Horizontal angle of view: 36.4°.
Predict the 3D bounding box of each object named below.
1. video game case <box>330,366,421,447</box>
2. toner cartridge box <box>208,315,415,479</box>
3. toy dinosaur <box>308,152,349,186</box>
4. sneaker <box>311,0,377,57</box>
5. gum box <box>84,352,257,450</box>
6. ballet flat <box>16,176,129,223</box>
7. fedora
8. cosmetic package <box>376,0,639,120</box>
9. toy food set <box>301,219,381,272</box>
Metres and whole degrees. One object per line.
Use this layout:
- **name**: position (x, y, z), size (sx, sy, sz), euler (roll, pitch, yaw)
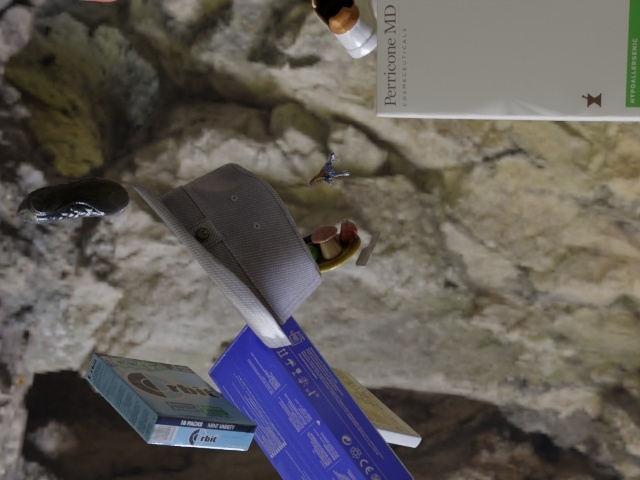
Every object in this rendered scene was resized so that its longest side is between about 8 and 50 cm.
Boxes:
- **video game case**: position (0.041, 0.266, 1.634), size (0.206, 0.227, 0.026), euler (37, -82, 39)
- **toner cartridge box**: position (-0.012, 0.281, 1.421), size (0.348, 0.075, 0.165), euler (53, -44, 13)
- **toy dinosaur**: position (0.011, -0.143, 1.886), size (0.082, 0.090, 0.047), euler (-115, -161, -65)
- **sneaker**: position (0.036, -0.469, 1.849), size (0.106, 0.123, 0.290), euler (-38, -143, 16)
- **gum box**: position (-0.197, 0.210, 1.273), size (0.184, 0.157, 0.041), euler (30, -80, 47)
- **ballet flat**: position (-0.344, -0.056, 1.364), size (0.049, 0.173, 0.057), euler (-16, -95, 43)
- **fedora**: position (-0.094, -0.003, 1.175), size (0.275, 0.124, 0.243), euler (46, -7, 34)
- **cosmetic package**: position (0.252, -0.224, 1.032), size (0.155, 0.366, 0.197), euler (-21, 111, -64)
- **toy food set**: position (0.000, 0.000, 1.803), size (0.128, 0.218, 0.071), euler (-54, 126, -46)
